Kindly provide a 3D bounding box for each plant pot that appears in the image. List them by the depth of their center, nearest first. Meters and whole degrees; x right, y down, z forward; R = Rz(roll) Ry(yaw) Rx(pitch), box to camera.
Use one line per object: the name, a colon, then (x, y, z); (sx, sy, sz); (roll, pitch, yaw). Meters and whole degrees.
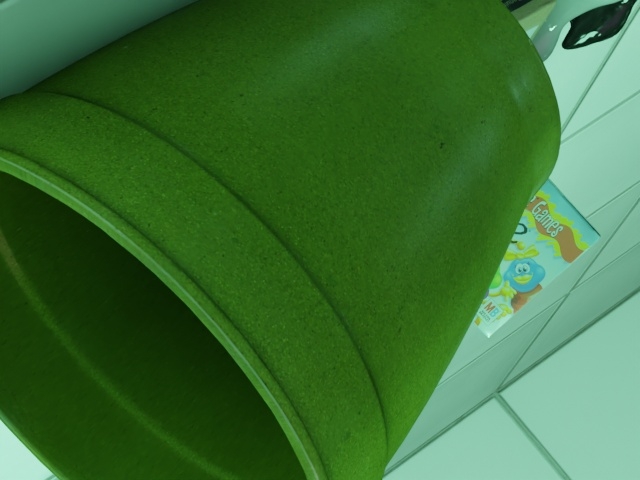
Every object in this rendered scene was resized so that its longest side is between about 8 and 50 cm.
plant pot: (-0.032, -0.019, 1.157); (0.353, 0.366, 0.366); (-46, 170, -30)

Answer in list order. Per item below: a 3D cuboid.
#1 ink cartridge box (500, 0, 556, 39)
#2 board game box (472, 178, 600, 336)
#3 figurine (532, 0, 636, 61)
ink cartridge box: (0.070, -0.132, 1.483); (0.193, 0.088, 0.234); (-32, 164, -32)
board game box: (0.152, -0.025, 1.706); (0.142, 0.144, 0.275); (-42, -173, 3)
figurine: (0.267, -0.241, 1.662); (0.215, 0.092, 0.209); (-24, 163, -44)
